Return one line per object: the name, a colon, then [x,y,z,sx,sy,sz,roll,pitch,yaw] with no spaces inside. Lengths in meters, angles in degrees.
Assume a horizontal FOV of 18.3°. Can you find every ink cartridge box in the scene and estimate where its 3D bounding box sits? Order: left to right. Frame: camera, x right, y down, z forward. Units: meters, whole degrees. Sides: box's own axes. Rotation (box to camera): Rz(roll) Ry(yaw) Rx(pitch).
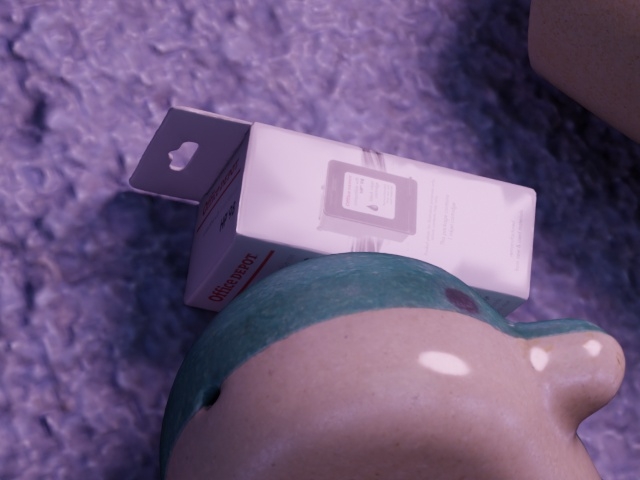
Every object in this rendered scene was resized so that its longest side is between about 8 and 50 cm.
ink cartridge box: [0.000,0.000,0.949,0.180,0.104,0.060,13,66,-13]

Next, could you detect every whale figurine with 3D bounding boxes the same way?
whale figurine: [0.053,0.100,0.899,0.272,0.216,0.141,23,30,-33]

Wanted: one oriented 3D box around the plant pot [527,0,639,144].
plant pot: [0.255,-0.114,1.009,0.274,0.256,0.256,17,62,17]
